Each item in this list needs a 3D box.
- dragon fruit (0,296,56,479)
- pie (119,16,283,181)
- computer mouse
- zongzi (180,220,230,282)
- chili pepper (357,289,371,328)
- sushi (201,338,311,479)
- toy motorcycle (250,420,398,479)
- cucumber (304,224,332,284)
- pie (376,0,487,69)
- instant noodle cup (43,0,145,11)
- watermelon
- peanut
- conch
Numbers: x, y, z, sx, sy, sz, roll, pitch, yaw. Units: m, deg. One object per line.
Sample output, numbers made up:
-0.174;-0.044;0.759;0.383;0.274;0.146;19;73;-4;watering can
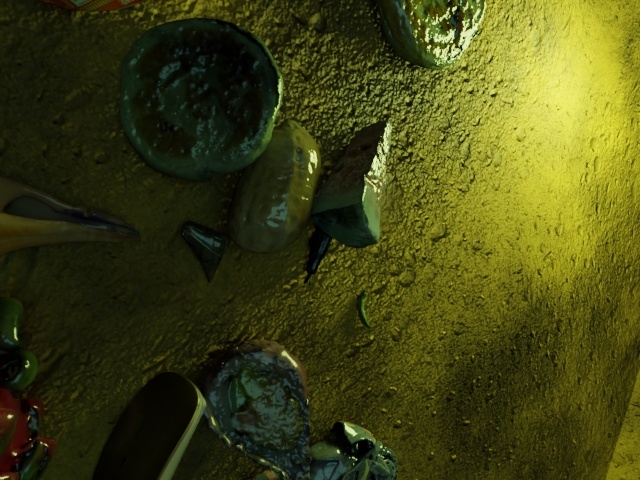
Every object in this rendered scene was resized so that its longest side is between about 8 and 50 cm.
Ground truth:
-0.403;0.214;0.420;0.218;0.198;0.273;8;106;-11;dragon fruit
-0.169;-0.201;0.575;0.240;0.054;0.241;0;90;-2;pie
-0.251;0.309;0.569;0.056;0.126;0.245;37;76;-51;computer mouse
-0.190;0.017;0.630;0.076;0.040;0.083;24;100;-24;zongzi
0.089;0.141;0.817;0.030;0.017;0.083;-9;99;-32;chili pepper
-0.076;0.264;0.665;0.241;0.107;0.161;40;76;-11;sushi
0.014;0.443;0.756;0.307;0.108;0.173;-16;94;-28;toy motorcycle
0.000;0.000;0.741;0.039;0.043;0.163;21;80;7;cucumber
0.222;-0.495;0.811;0.302;0.067;0.303;-4;97;-33;pie
-0.279;-0.412;0.455;0.193;0.193;0.212;-27;100;-27;instant noodle cup
0.084;-0.110;0.735;0.154;0.094;0.241;43;55;-47;watermelon
-0.066;-0.083;0.640;0.129;0.129;0.224;25;80;-31;peanut
-0.383;-0.015;0.477;0.093;0.109;0.330;-47;148;23;conch
